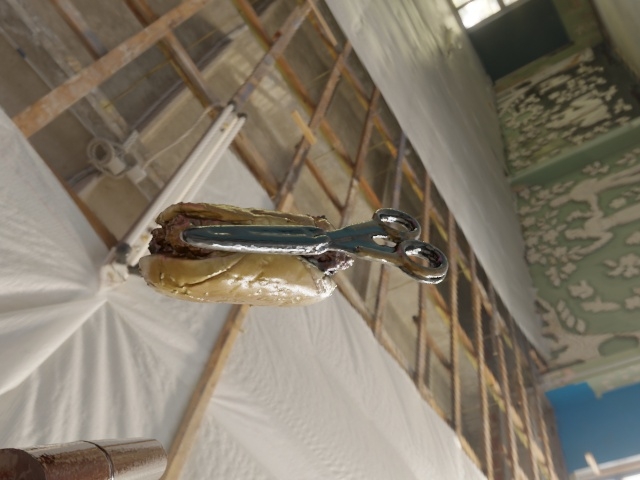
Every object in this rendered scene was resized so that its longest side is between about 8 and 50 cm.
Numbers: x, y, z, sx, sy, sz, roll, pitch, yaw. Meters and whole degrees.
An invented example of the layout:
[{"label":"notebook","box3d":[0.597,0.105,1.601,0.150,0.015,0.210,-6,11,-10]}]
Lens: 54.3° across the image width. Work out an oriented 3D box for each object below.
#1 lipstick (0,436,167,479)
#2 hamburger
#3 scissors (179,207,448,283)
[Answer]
[{"label":"lipstick","box3d":[-0.192,0.199,0.534,0.356,0.057,0.057,96,157,-73]},{"label":"hamburger","box3d":[-0.119,0.019,0.941,0.245,0.282,0.155,23,-113,-65]},{"label":"scissors","box3d":[0.000,0.000,0.477,0.220,0.017,0.088,2,-140,-30]}]
